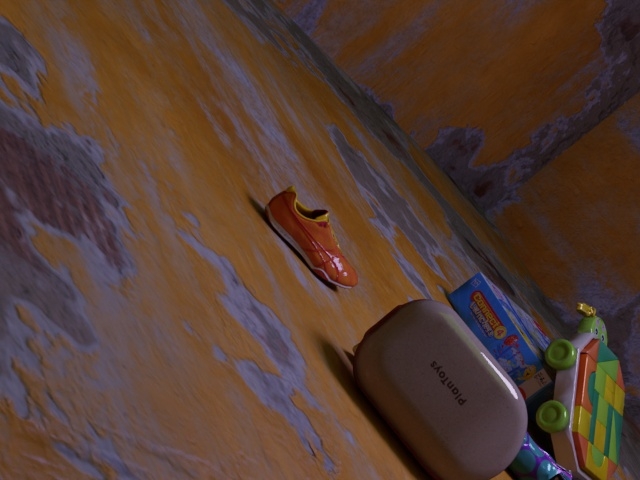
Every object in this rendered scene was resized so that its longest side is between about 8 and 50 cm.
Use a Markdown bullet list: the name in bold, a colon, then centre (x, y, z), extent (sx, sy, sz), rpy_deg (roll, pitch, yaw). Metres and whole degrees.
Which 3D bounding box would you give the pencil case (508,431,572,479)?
- **pencil case**: centre (0.310, 0.323, 1.683), extent (0.152, 0.070, 0.064), rpy_deg (48, 13, -8)

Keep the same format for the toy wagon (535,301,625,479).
- **toy wagon**: centre (0.493, 0.275, 2.074), extent (0.267, 0.068, 0.344), rpy_deg (41, 54, -45)

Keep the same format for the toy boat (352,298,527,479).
- **toy boat**: centre (0.138, 0.191, 1.365), extent (0.231, 0.151, 0.151), rpy_deg (51, -17, 3)

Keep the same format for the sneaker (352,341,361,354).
- **sneaker**: centre (0.069, 0.158, 1.411), extent (0.083, 0.031, 0.035), rpy_deg (34, 34, -42)

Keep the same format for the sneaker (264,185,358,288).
- **sneaker**: centre (0.000, 0.000, 1.528), extent (0.175, 0.067, 0.064), rpy_deg (47, 11, -25)

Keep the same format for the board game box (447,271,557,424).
- **board game box**: centre (0.420, 0.249, 2.254), extent (0.308, 0.086, 0.302), rpy_deg (37, 18, -47)

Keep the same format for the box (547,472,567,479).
- **box**: centre (0.312, 0.366, 1.527), extent (0.067, 0.083, 0.018), rpy_deg (59, 13, 30)
